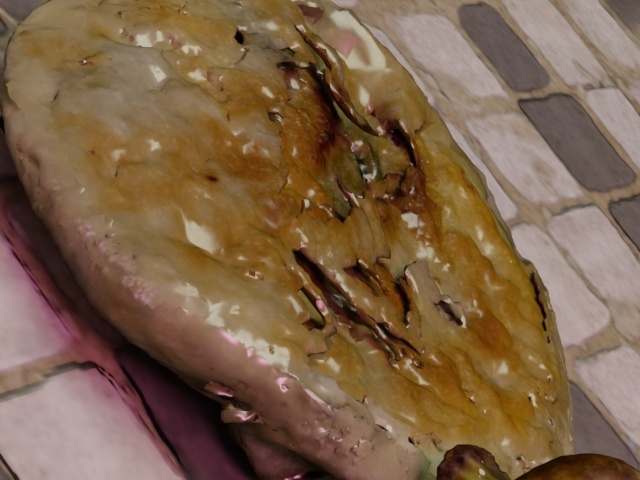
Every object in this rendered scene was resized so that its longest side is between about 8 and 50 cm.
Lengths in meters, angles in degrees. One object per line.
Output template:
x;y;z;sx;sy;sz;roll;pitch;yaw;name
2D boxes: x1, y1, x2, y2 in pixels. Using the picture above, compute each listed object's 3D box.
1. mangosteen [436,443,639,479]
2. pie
0.109;0.162;0.717;0.192;0.192;0.217;7;48;-47;mangosteen
0.000;0.000;0.889;0.339;0.077;0.339;31;32;-22;pie
